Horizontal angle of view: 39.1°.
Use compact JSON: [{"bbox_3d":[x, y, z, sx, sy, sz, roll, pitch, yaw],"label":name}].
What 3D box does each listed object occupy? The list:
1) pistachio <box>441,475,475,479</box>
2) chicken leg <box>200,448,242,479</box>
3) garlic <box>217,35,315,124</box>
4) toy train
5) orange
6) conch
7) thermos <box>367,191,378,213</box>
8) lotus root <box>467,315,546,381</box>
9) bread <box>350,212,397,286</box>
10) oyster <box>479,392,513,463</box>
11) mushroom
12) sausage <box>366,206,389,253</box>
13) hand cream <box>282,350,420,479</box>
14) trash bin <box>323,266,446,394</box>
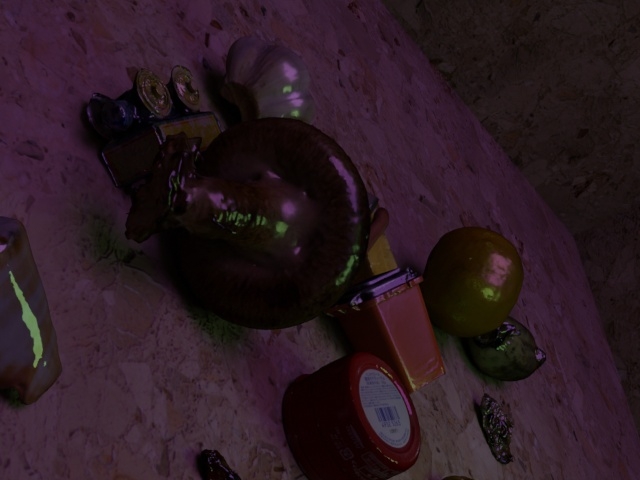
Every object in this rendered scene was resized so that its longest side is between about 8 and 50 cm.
[{"bbox_3d":[0.314,0.551,1.816,0.189,0.100,0.110,60,29,5],"label":"pistachio"},{"bbox_3d":[-0.124,0.354,1.292,0.145,0.037,0.062,53,12,-11],"label":"chicken leg"},{"bbox_3d":[-0.095,-0.300,1.894,0.281,0.185,0.203,59,18,-2],"label":"garlic"},{"bbox_3d":[-0.271,-0.188,1.503,0.177,0.134,0.261,67,25,-5],"label":"toy train"},{"bbox_3d":[0.367,0.099,2.231,0.235,0.279,0.279,26,32,-8],"label":"orange"},{"bbox_3d":[-0.369,0.059,1.035,0.255,0.127,0.158,52,25,-18],"label":"conch"},{"bbox_3d":[0.014,-0.097,1.921,0.193,0.105,0.137,35,16,7],"label":"thermos"},{"bbox_3d":[0.496,0.291,2.398,0.309,0.173,0.173,32,36,-45],"label":"lotus root"},{"bbox_3d":[0.102,0.045,1.997,0.102,0.094,0.245,15,48,-45],"label":"bread"},{"bbox_3d":[0.436,0.461,2.216,0.105,0.056,0.177,5,63,-52],"label":"oyster"},{"bbox_3d":[-0.084,-0.047,1.413,0.356,0.334,0.331,94,17,-67],"label":"mushroom"},{"bbox_3d":[0.108,-0.014,1.949,0.043,0.043,0.186,54,40,-12],"label":"sausage"},{"bbox_3d":[0.057,0.312,1.543,0.230,0.149,0.230,41,33,-35],"label":"hand cream"},{"bbox_3d":[0.131,0.191,1.797,0.185,0.161,0.238,-20,89,-35],"label":"trash bin"}]
